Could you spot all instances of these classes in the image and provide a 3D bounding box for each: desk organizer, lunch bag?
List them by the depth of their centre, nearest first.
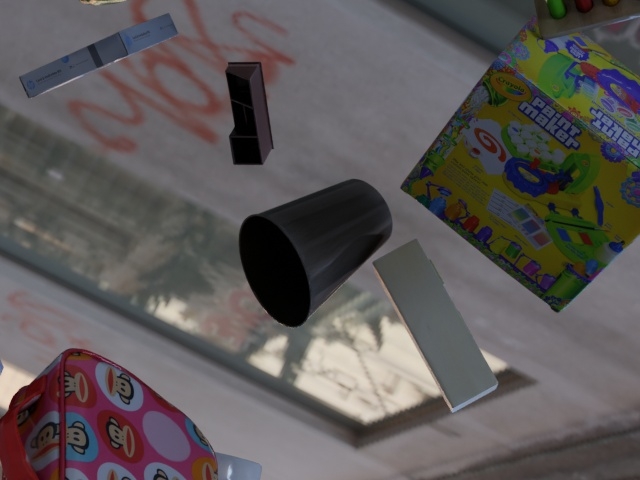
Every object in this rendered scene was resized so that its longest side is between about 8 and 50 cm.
[{"bbox_3d":[-0.219,0.253,1.257,0.120,0.258,0.293,-37,-146,20],"label":"lunch bag"},{"bbox_3d":[-0.098,-0.167,1.667,0.050,0.047,0.130,-67,155,-54],"label":"desk organizer"}]

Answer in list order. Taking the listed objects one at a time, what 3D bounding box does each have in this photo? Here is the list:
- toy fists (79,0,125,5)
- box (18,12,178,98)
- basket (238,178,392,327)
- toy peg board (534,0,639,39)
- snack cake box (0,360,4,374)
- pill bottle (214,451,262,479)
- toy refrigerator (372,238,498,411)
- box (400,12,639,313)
[{"bbox_3d":[-0.177,-0.364,1.264,0.142,0.096,0.279,5,-107,60],"label":"toy fists"},{"bbox_3d":[-0.314,-0.264,1.795,0.186,0.038,0.145,-19,-169,29],"label":"box"},{"bbox_3d":[0.000,0.000,2.070,0.154,0.204,0.227,12,-145,42],"label":"basket"},{"bbox_3d":[0.342,-0.360,1.604,0.079,0.160,0.161,31,49,-68],"label":"toy peg board"},{"bbox_3d":[-0.503,0.076,1.495,0.152,0.264,0.089,-21,-167,-2],"label":"snack cake box"},{"bbox_3d":[-0.171,0.436,1.688,0.169,0.169,0.302,153,-49,-69],"label":"pill bottle"},{"bbox_3d":[0.190,0.138,2.057,0.094,0.270,0.102,-29,166,-1],"label":"toy refrigerator"},{"bbox_3d":[0.317,-0.108,1.728,0.177,0.290,0.279,-48,176,-44],"label":"box"}]
